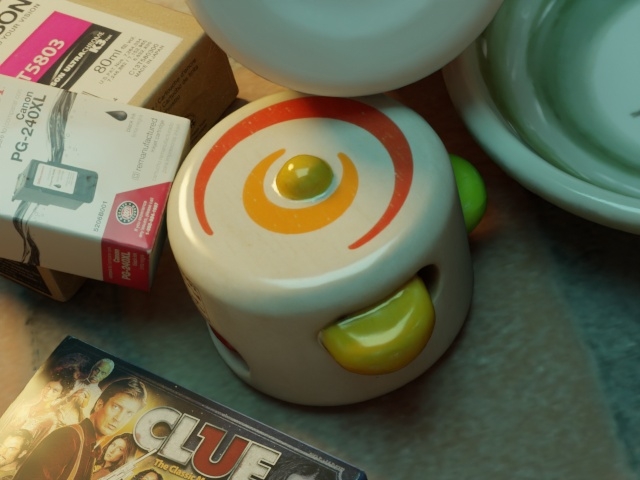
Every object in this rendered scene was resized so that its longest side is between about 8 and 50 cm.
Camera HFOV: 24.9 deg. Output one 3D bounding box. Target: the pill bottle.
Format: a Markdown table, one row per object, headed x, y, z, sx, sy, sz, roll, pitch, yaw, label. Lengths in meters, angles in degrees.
| x | y | z | sx | sy | sz | roll | pitch | yaw | label |
| --- | --- | --- | --- | --- | --- | --- | --- | --- | --- |
| 0.007 | -0.271 | 1.060 | 0.229 | 0.229 | 0.408 | -13 | 24 | 3 | pill bottle |

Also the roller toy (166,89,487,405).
| x | y | z | sx | sy | sz | roll | pitch | yaw | label |
| --- | --- | --- | --- | --- | --- | --- | --- | --- | --- |
| 0.000 | 0.000 | 0.960 | 0.191 | 0.146 | 0.209 | 6 | 54 | 19 | roller toy |

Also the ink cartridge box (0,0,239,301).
| x | y | z | sx | sy | sz | roll | pitch | yaw | label |
| --- | --- | --- | --- | --- | --- | --- | --- | --- | --- |
| -0.209 | -0.090 | 1.125 | 0.193 | 0.088 | 0.235 | 21 | 60 | 27 | ink cartridge box |

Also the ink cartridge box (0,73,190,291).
| x | y | z | sx | sy | sz | roll | pitch | yaw | label |
| --- | --- | --- | --- | --- | --- | --- | --- | --- | --- |
| -0.174 | -0.041 | 0.987 | 0.150 | 0.063 | 0.109 | 13 | 62 | 0 | ink cartridge box |

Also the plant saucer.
| x | y | z | sx | sy | sz | roll | pitch | yaw | label |
| --- | --- | --- | --- | --- | --- | --- | --- | --- | --- |
| 0.287 | -0.134 | 1.029 | 0.400 | 0.100 | 0.400 | -7 | 50 | 8 | plant saucer |

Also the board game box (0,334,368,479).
| x | y | z | sx | sy | sz | roll | pitch | yaw | label |
| --- | --- | --- | --- | --- | --- | --- | --- | --- | --- |
| -0.112 | 0.172 | 0.916 | 0.243 | 0.042 | 0.165 | 20 | 59 | 27 | board game box |
